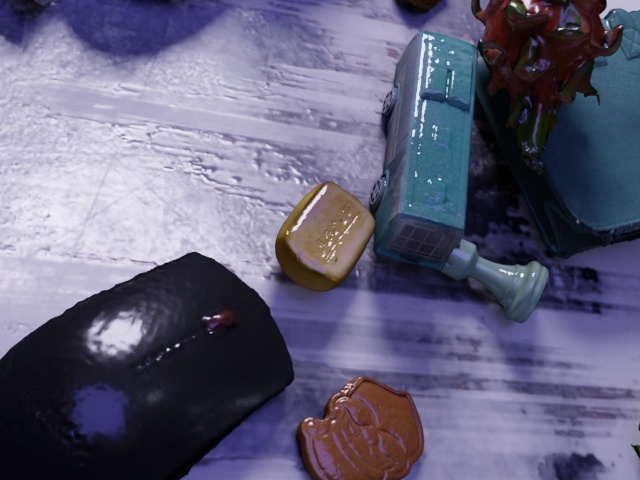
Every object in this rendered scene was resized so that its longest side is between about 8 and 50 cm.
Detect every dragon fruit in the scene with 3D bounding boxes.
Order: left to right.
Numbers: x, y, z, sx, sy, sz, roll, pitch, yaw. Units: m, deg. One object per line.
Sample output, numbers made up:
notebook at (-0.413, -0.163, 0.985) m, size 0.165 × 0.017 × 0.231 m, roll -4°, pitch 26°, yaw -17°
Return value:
dragon fruit at (0.237, -0.189, 1.084) m, size 0.137 × 0.135 × 0.235 m, roll -9°, pitch 88°, yaw -9°

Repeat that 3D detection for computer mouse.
computer mouse at (-0.145, 0.113, 0.871) m, size 0.295 × 0.087 × 0.168 m, roll -35°, pitch 80°, yaw -35°

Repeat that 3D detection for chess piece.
chess piece at (0.177, 0.036, 1.074) m, size 0.103 × 0.067 × 0.067 m, roll 26°, pitch 57°, yaw 1°

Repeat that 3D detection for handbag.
handbag at (0.326, -0.127, 1.199) m, size 0.269 × 0.100 × 0.274 m, roll -17°, pitch 71°, yaw -23°

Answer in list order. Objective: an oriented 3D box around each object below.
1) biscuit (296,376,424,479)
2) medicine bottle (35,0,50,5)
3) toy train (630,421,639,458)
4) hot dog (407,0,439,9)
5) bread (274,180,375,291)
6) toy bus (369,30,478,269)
biscuit at (0.041, 0.182, 0.962) m, size 0.130 × 0.019 × 0.102 m, roll -27°, pitch 80°, yaw -33°
medicine bottle at (-0.304, -0.282, 1.001) m, size 0.118 × 0.074 × 0.055 m, roll 35°, pitch 56°, yaw -5°
toy train at (0.458, 0.256, 1.054) m, size 0.202 × 0.120 × 0.300 m, roll -14°, pitch 73°, yaw -31°
hot dog at (0.122, -0.307, 1.230) m, size 0.058 × 0.035 × 0.083 m, roll 47°, pitch 57°, yaw 3°
bread at (0.000, 0.000, 1.012) m, size 0.082 × 0.056 × 0.115 m, roll 37°, pitch 51°, yaw -8°
toy bus at (0.112, -0.099, 1.085) m, size 0.091 × 0.109 × 0.261 m, roll 14°, pitch 60°, yaw -11°
